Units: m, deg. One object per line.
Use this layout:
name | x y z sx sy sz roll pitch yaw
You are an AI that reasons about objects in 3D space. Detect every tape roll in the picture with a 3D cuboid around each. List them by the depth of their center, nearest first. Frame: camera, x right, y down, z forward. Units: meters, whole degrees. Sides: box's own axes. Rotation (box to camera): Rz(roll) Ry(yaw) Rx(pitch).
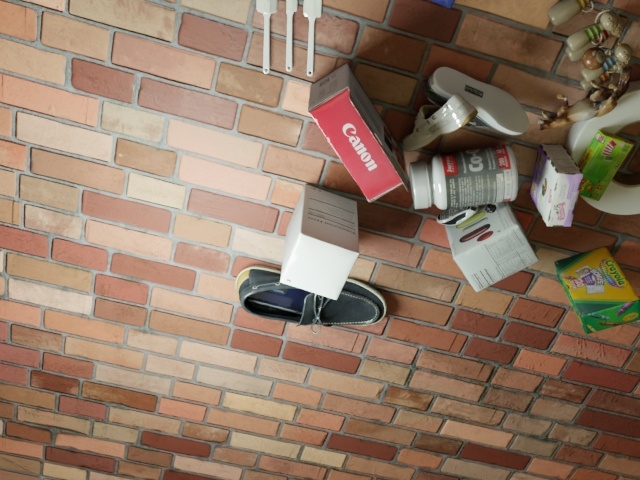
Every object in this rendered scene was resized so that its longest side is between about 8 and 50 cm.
tape roll | 0.891 -0.255 1.826 0.391 0.072 0.392 0 121 0

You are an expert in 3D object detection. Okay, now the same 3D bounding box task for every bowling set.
bowling set | 0.712 -0.488 1.621 0.154 0.200 0.287 -30 120 17

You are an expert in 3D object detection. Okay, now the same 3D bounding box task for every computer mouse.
computer mouse | 0.441 -0.086 1.936 0.193 0.106 0.042 -22 116 25

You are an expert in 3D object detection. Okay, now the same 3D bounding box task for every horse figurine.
horse figurine | 0.691 -0.356 1.695 0.263 0.066 0.174 -22 159 25

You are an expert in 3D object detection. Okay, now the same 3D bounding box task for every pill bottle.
pill bottle | 0.400 -0.174 1.835 0.283 0.161 0.161 -7 121 5

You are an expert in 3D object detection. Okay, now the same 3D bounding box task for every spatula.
spatula | -0.085 -0.554 1.702 0.168 0.019 0.242 1 123 -5

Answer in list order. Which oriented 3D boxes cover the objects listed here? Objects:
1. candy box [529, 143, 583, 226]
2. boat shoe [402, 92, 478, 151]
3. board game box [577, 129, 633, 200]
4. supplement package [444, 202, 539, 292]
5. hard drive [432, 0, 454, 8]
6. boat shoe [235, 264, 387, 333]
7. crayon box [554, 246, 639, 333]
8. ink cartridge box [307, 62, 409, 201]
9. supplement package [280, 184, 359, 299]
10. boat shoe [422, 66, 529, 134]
candy box | 0.657 -0.157 1.819 0.070 0.196 0.165 2 122 1
boat shoe | 0.301 -0.322 1.738 0.096 0.098 0.277 53 149 -9
board game box | 0.769 -0.206 1.793 0.092 0.043 0.181 16 120 -8
supplement package | 0.503 0.006 1.924 0.203 0.194 0.149 -30 116 18
hard drive | 0.291 -0.752 1.554 0.210 0.040 0.319 19 120 -10
boat shoe | -0.030 0.204 2.084 0.499 0.156 0.187 12 119 -7
crayon box | 0.831 0.146 1.952 0.165 0.278 0.081 -19 120 12
ink cartridge box | 0.101 -0.274 1.717 0.130 0.272 0.309 -29 116 17
supplement package | 0.000 0.000 1.875 0.175 0.293 0.178 19 121 -10
boat shoe | 0.417 -0.362 1.758 0.301 0.108 0.102 22 160 -10
